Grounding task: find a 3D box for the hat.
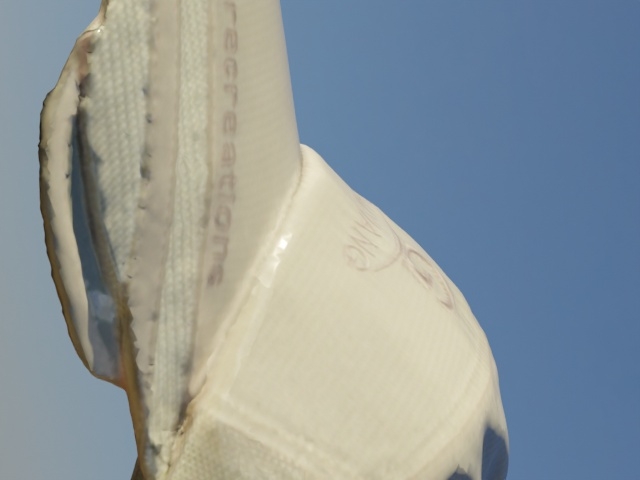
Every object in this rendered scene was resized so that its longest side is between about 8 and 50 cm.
[{"bbox_3d":[0.000,0.000,0.547,0.219,0.164,0.226,-89,-166,-71],"label":"hat"}]
